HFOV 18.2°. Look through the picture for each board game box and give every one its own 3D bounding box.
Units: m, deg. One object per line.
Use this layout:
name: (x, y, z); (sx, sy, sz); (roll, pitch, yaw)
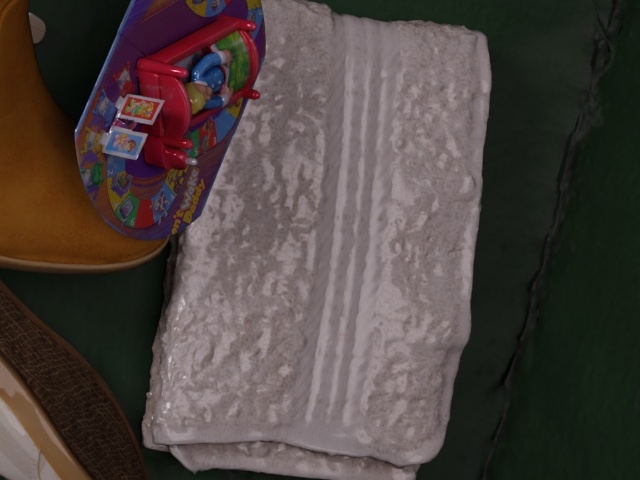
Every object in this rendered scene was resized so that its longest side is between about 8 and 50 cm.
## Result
board game box: (-0.063, -0.078, 1.057); (0.133, 0.033, 0.168); (41, 68, -58)

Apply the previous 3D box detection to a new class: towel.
towel: (0.000, 0.000, 1.163); (0.187, 0.049, 0.282); (8, 85, -23)

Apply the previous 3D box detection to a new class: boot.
boot: (-0.170, -0.105, 1.002); (0.295, 0.211, 0.104); (20, 37, -23)

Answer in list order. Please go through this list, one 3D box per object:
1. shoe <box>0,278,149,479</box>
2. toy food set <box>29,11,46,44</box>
shoe: (-0.171, 0.081, 1.089); (0.219, 0.058, 0.076); (53, 27, -15)
toy food set: (-0.165, -0.214, 1.104); (0.132, 0.038, 0.192); (25, 79, -20)
